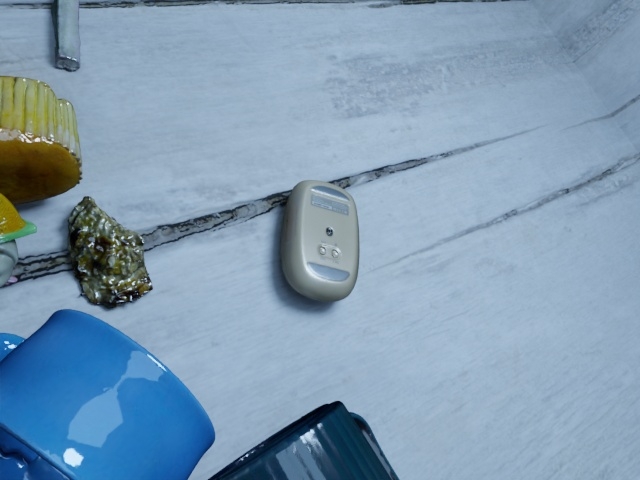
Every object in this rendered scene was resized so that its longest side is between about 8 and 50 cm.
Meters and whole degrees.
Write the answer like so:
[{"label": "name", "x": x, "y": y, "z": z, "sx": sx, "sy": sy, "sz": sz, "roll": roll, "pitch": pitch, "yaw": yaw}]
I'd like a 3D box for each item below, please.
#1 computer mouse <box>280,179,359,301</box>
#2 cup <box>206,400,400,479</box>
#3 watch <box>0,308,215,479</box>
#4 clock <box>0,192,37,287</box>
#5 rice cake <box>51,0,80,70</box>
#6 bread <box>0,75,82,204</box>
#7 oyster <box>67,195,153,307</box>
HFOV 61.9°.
[{"label": "computer mouse", "x": 0.000, "y": 0.000, "z": 0.959, "sx": 0.145, "sy": 0.082, "sz": 0.237, "roll": 13, "pitch": 57, "yaw": -21}, {"label": "cup", "x": 0.027, "y": 0.370, "z": 0.676, "sx": 0.308, "sy": 0.242, "sz": 0.292, "roll": -25, "pitch": 76, "yaw": -33}, {"label": "watch", "x": -0.276, "y": 0.180, "z": 0.591, "sx": 0.305, "sy": 0.274, "sz": 0.241, "roll": 42, "pitch": 53, "yaw": -9}, {"label": "clock", "x": -0.478, "y": 0.015, "z": 0.663, "sx": 0.231, "sy": 0.144, "sz": 0.103, "roll": -13, "pitch": 34, "yaw": -32}, {"label": "rice cake", "x": -0.452, "y": -0.392, "z": 0.956, "sx": 0.047, "sy": 0.036, "sz": 0.207, "roll": 7, "pitch": 60, "yaw": -39}, {"label": "bread", "x": -0.456, "y": -0.127, "z": 0.715, "sx": 0.250, "sy": 0.179, "sz": 0.133, "roll": 1, "pitch": 62, "yaw": -31}, {"label": "oyster", "x": -0.319, "y": 0.013, "z": 0.800, "sx": 0.105, "sy": 0.056, "sz": 0.177, "roll": -13, "pitch": 75, "yaw": -25}]
